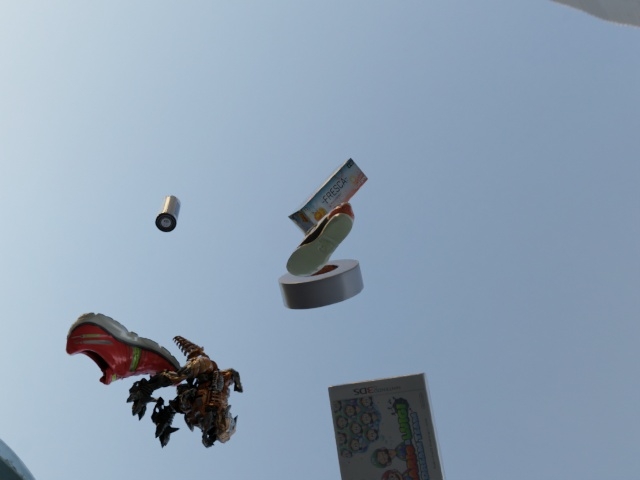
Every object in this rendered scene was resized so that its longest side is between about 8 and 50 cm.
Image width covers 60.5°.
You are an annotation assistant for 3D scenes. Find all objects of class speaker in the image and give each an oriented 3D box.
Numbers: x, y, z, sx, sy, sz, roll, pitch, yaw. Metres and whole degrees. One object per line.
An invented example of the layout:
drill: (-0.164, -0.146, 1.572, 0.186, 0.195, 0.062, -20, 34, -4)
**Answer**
speaker: (-0.400, -0.072, 1.445, 0.055, 0.055, 0.136, -51, -159, 14)

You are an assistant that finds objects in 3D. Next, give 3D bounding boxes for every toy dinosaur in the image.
toy dinosaur: (-0.280, 0.329, 1.198, 0.218, 0.165, 0.322, -28, -163, -8)

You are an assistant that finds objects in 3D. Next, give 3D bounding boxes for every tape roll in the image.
tape roll: (0.002, 0.113, 1.448, 0.219, 0.219, 0.073, -5, -79, 38)

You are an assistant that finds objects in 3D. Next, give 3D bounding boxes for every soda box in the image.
soda box: (0.017, -0.088, 1.118, 0.183, 0.063, 0.058, -48, -167, -33)

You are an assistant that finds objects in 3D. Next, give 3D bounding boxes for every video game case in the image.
video game case: (0.087, 0.267, 0.741, 0.143, 0.019, 0.157, -14, -104, 22)

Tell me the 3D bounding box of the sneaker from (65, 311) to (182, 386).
sneaker: (-0.432, 0.270, 1.211, 0.107, 0.279, 0.119, -24, -141, 45)

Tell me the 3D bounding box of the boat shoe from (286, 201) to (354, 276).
boat shoe: (0.000, 0.000, 0.786, 0.137, 0.049, 0.043, -47, -160, 30)

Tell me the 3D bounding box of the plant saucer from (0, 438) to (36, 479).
plant saucer: (-0.226, 0.136, 0.296, 0.195, 0.195, 0.037, -40, -163, 22)
